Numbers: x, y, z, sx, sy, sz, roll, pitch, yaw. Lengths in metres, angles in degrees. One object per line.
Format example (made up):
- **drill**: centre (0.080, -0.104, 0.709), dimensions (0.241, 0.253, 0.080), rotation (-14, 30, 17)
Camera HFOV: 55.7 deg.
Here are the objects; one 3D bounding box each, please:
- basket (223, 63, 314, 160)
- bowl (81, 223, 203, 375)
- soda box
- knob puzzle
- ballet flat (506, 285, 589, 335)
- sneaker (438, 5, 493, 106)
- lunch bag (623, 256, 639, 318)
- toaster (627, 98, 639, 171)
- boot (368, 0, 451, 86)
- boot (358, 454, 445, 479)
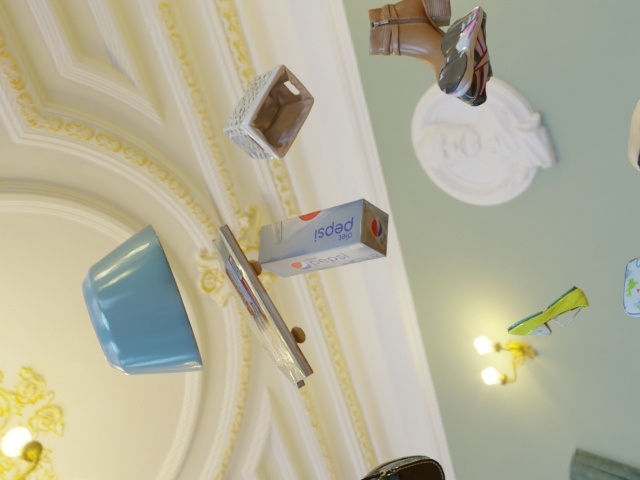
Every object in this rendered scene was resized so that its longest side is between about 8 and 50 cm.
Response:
- **basket**: centre (-0.108, -0.257, 1.241), dimensions (0.113, 0.103, 0.167), rotation (43, -118, -35)
- **bowl**: centre (-0.358, 0.138, 1.189), dimensions (0.163, 0.311, 0.311), rotation (-20, -67, -16)
- **soda box**: centre (0.000, 0.000, 1.259), dimensions (0.091, 0.286, 0.098), rotation (27, -120, -43)
- **knob puzzle**: centre (-0.063, 0.075, 0.677), dimensions (0.030, 0.213, 0.213), rotation (-30, -60, -17)
- **ballet flat**: centre (0.623, 0.212, 1.646), dimensions (0.231, 0.077, 0.077), rotation (-34, -18, 6)
- **sneaker**: centre (0.233, -0.278, 0.941), dimensions (0.077, 0.072, 0.178), rotation (31, -117, -29)
- **lunch bag**: centre (0.905, 0.124, 1.579), dimensions (0.090, 0.219, 0.176), rotation (18, -108, -23)
- **toaster**: centre (0.585, -0.161, 0.955), dimensions (0.110, 0.185, 0.168), rotation (-27, -37, 0)
- **boot**: centre (0.163, -0.347, 1.093), dimensions (0.073, 0.152, 0.197), rotation (67, -161, -68)
- **boot**: centre (0.089, 0.317, 0.709), dimensions (0.236, 0.178, 0.085), rotation (-13, -105, -29)
